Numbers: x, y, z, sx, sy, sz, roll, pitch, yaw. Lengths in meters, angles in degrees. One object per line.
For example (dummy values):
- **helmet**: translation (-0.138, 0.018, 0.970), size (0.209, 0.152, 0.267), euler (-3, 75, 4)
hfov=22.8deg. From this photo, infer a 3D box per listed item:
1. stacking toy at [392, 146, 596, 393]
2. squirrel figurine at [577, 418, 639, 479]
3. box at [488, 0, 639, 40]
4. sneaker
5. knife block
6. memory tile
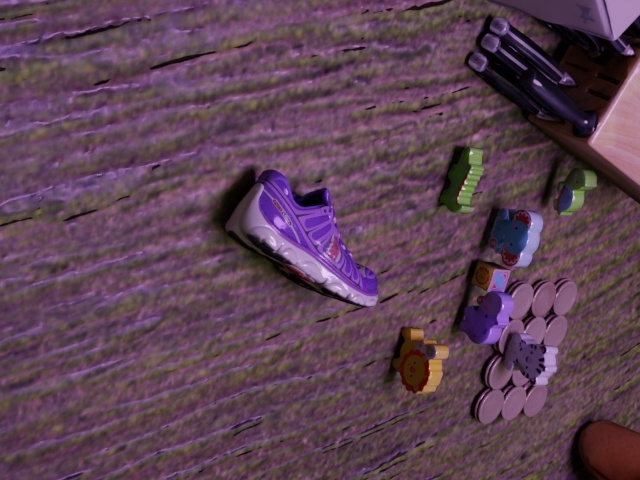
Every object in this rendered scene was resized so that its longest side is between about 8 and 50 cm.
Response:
- **stacking toy**: translation (0.164, 0.032, 1.419), size (0.167, 0.052, 0.221), euler (4, 107, -42)
- **squirrel figurine**: translation (0.341, 0.447, 1.582), size (0.370, 0.397, 0.281), euler (-45, 142, -33)
- **box**: translation (0.261, -0.314, 1.274), size (0.311, 0.148, 0.121), euler (-46, 137, -21)
- **sneaker**: translation (0.000, 0.000, 1.229), size (0.170, 0.068, 0.071), euler (39, 75, -49)
- **knife block**: translation (0.247, -0.103, 1.392), size (0.242, 0.088, 0.276), euler (-20, 120, -24)
- **memory tile**: translation (0.199, 0.107, 1.541), size (0.113, 0.012, 0.148), euler (-3, 112, -46)
